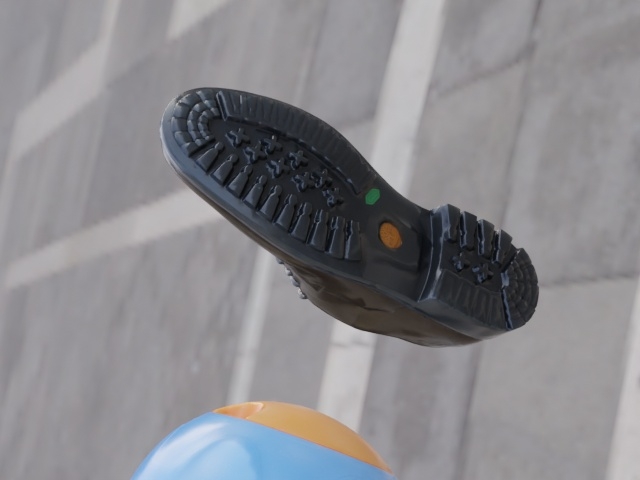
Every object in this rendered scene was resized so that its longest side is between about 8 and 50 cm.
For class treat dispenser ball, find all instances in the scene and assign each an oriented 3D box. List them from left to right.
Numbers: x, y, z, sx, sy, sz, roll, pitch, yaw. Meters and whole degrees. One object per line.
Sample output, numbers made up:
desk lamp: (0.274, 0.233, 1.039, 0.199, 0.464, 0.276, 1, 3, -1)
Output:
treat dispenser ball: (-0.052, 0.293, 1.800, 0.288, 0.288, 0.288, -168, 90, -74)

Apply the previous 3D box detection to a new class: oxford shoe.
oxford shoe: (0.000, 0.000, 1.047, 0.096, 0.227, 0.082, -32, 30, 50)
